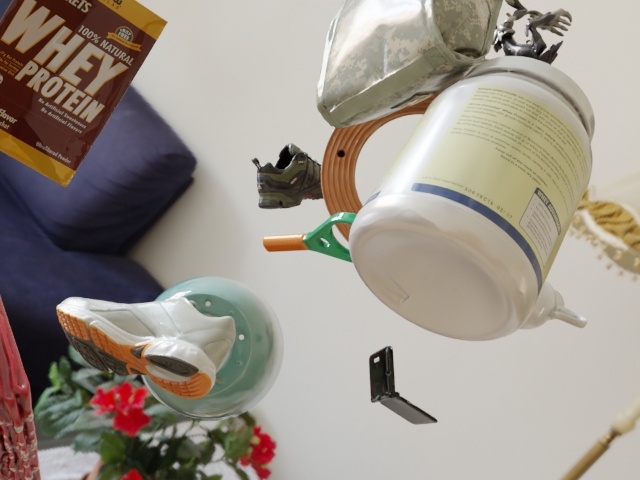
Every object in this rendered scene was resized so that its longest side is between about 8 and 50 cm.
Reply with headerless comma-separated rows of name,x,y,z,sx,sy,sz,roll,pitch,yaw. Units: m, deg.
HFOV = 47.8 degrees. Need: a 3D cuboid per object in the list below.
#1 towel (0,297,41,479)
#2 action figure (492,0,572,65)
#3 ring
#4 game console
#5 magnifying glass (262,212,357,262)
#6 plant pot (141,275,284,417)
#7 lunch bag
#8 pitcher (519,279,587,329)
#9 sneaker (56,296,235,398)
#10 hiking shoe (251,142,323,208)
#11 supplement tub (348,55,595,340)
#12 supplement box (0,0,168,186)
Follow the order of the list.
towel,-0.241,0.112,0.528,0.031,0.275,0.199,-13,49,-28
action figure,0.357,-0.341,1.256,0.141,0.164,0.275,-6,63,-27
ring,0.169,-0.110,1.241,0.336,0.336,0.032,40,-5,12
game console,0.117,0.212,1.047,0.071,0.107,0.122,1,-16,-9
magnifying glass,0.000,0.000,1.122,0.231,0.026,0.092,-5,-50,40
plant pot,-0.215,0.199,1.370,0.293,0.293,0.235,39,-10,4
lunch bag,0.130,-0.298,1.099,0.169,0.235,0.287,45,45,-26
pitcher,0.474,0.140,1.559,0.178,0.125,0.207,27,10,32
sneaker,-0.233,0.121,0.981,0.262,0.099,0.121,17,43,20
hiking shoe,-0.025,-0.132,1.366,0.227,0.114,0.086,-20,15,-40
supplement tub,0.206,-0.061,0.929,0.235,0.325,0.235,24,-32,17
supplement box,-0.276,-0.186,0.773,0.129,0.194,0.191,32,3,-22
